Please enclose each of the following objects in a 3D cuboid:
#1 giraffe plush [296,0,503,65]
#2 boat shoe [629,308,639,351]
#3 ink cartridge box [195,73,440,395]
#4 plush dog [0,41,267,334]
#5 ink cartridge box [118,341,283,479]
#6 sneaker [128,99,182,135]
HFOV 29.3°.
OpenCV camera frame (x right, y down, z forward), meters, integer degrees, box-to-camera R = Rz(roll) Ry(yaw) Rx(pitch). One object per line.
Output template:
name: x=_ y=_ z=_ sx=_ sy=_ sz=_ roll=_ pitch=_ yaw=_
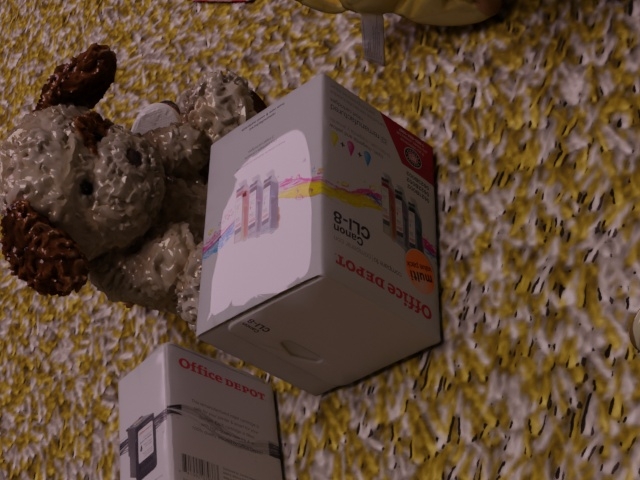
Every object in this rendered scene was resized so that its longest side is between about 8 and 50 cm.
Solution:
giraffe plush: x=0.079 y=-0.269 z=0.993 sx=0.210 sy=0.181 sz=0.171 roll=114 pitch=178 yaw=-62
boat shoe: x=0.229 y=0.016 z=0.684 sx=0.135 sy=0.050 sz=0.045 roll=-62 pitch=38 yaw=14
ink cartridge box: x=0.000 y=0.000 z=0.895 sx=0.127 sy=0.128 sz=0.176 roll=-27 pitch=48 yaw=36
plush dog: x=-0.171 y=-0.032 z=1.037 sx=0.210 sy=0.225 sz=0.263 roll=-28 pitch=47 yaw=36
ink cartridge box: x=-0.087 y=0.164 z=0.899 sx=0.063 sy=0.109 sz=0.150 roll=-39 pitch=41 yaw=30
sneaker: x=-0.190 y=-0.080 z=1.254 sx=0.158 sy=0.061 sz=0.065 roll=-45 pitch=12 yaw=18
